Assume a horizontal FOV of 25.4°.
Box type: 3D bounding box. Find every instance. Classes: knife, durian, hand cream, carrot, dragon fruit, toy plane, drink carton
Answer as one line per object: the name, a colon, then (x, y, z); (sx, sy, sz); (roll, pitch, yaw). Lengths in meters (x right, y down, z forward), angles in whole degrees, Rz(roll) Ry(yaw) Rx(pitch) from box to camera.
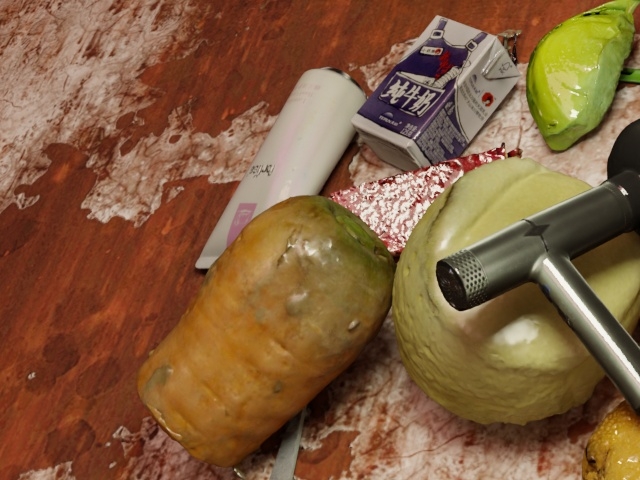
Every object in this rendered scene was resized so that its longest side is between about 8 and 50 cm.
knife: (0.499, -0.236, 2.013); (0.212, 0.015, 0.054); (10, 55, 37)
durian: (0.370, -0.243, 2.029); (0.139, 0.101, 0.250); (11, 63, 28)
hand cream: (-0.053, -0.101, 2.149); (0.185, 0.118, 0.359); (3, 55, 47)
carrot: (-0.063, 0.109, 1.819); (0.341, 0.224, 0.224); (-49, 39, 13)
dragon fruit: (0.159, -0.028, 1.951); (0.274, 0.161, 0.126); (-16, 76, 1)
toy plane: (0.281, -0.282, 2.179); (0.049, 0.031, 0.121); (-5, 50, 20)
drink carton: (0.173, -0.211, 2.102); (0.222, 0.102, 0.134); (-51, 42, -9)

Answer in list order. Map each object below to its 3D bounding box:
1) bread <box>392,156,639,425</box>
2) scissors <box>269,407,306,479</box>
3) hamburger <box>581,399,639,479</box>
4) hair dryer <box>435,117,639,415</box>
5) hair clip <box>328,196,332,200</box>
bread: (0.236, 0.067, 1.719); (0.320, 0.237, 0.321); (-2, 59, 4)
scissors: (-0.063, 0.337, 1.780); (0.191, 0.029, 0.360); (-7, 48, 27)
hamburger: (0.403, 0.282, 1.451); (0.314, 0.170, 0.290); (-14, 41, 21)
hair dryer: (0.323, 0.057, 1.539); (0.320, 0.156, 0.284); (-34, 82, -24)
hair clip: (-0.011, -0.003, 2.029); (0.102, 0.123, 0.138); (10, 56, 2)
